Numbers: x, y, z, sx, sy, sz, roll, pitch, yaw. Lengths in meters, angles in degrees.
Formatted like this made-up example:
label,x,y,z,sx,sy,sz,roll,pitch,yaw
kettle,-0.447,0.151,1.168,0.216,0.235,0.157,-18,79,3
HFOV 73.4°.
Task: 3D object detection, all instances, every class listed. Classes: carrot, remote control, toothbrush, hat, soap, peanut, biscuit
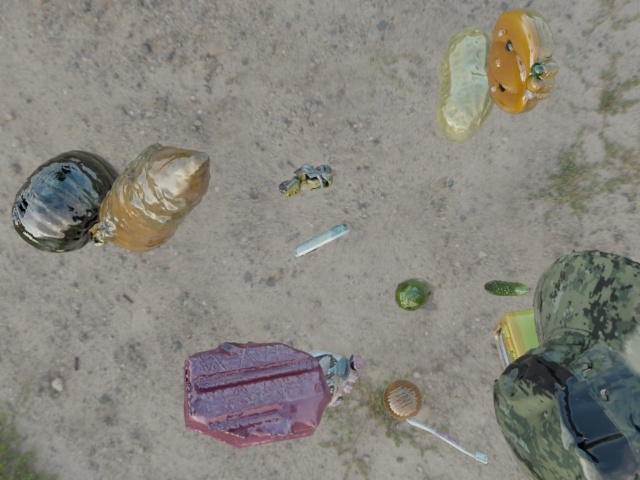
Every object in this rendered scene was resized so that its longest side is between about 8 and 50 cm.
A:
label,x,y,z,sx,sy,sz,roll,pitch,yaw
carrot,-0.175,-0.049,0.473,0.101,0.263,0.102,7,77,-34
remote control,0.000,0.000,1.595,0.247,0.104,0.052,-27,91,32
toothbrush,0.264,0.423,0.916,0.204,0.017,0.022,6,105,52
hat,0.227,0.149,0.365,0.128,0.265,0.266,-23,88,-11
soap,-0.140,0.343,0.974,0.324,0.127,0.220,-2,62,-20
peanut,0.383,-0.412,1.127,0.152,0.152,0.313,5,77,8
biscuit,0.320,-0.285,0.707,0.050,0.170,0.170,-13,90,-2

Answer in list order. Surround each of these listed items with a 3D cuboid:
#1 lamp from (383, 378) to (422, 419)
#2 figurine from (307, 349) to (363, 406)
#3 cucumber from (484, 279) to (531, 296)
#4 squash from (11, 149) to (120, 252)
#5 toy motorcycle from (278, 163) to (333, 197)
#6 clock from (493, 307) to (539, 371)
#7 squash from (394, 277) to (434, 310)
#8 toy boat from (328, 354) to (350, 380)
label,x,y,z,sx,sy,sz,roll,pitch,yaw
lamp,0.279,0.539,1.452,0.136,0.136,0.136,0,91,8
figurine,0.008,0.572,1.760,0.211,0.361,0.253,14,86,28
cucumber,0.746,0.192,1.717,0.069,0.227,0.069,1,86,-21
squash,-0.427,-0.065,0.742,0.155,0.193,0.193,23,95,-7
toy motorcycle,-0.047,-0.229,1.668,0.229,0.094,0.130,-26,46,-14
clock,0.439,0.231,0.920,0.096,0.202,0.143,-15,65,10
squash,0.256,0.142,1.134,0.087,0.331,0.087,-3,81,19
toy boat,0.074,0.479,1.621,0.034,0.122,0.096,-6,68,28
